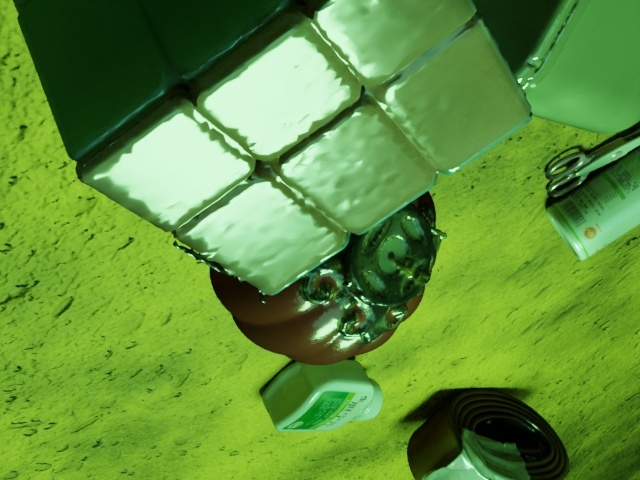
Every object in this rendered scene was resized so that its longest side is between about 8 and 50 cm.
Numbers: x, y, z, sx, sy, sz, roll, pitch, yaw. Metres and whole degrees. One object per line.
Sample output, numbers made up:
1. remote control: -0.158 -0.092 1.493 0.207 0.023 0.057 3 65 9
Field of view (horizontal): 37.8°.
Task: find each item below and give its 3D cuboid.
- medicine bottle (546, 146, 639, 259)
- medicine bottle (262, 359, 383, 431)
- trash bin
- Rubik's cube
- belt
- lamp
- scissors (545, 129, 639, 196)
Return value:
1. medicine bottle: 0.393 -0.057 1.217 0.183 0.086 0.086 -34 150 9
2. medicine bottle: 0.011 0.220 1.323 0.119 0.069 0.183 -46 147 21
3. trash bin: 0.227 -0.209 0.785 0.247 0.121 0.243 7 118 -48
4. Rubik's cube: -0.036 -0.136 0.595 0.224 0.231 0.221 -34 149 12
5. belt: 0.297 0.382 1.659 0.338 0.217 0.122 10 131 -45
6. lamp: 0.000 0.000 0.862 0.227 0.227 0.227 -21 149 -14
7. scissors: 0.362 -0.110 1.173 0.176 0.022 0.085 -28 149 2
